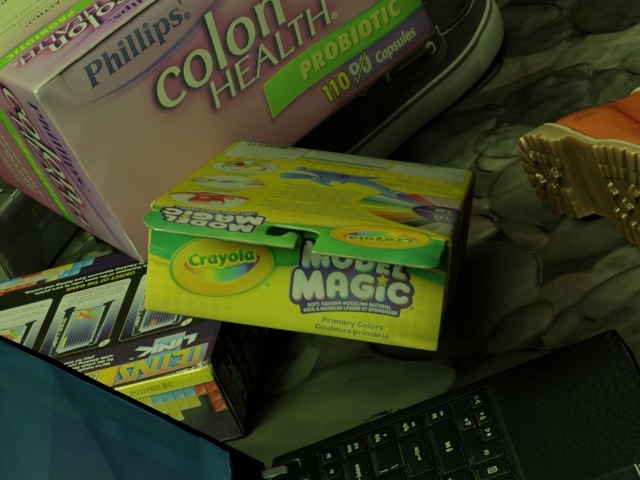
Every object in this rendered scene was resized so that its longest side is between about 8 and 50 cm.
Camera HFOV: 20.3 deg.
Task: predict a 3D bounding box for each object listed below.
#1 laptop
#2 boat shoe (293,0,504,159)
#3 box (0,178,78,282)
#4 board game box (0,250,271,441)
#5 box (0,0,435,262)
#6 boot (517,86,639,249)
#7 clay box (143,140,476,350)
[{"bbox_3d":[0.001,0.089,0.674,0.264,0.136,0.234,-21,27,4],"label":"laptop"},{"bbox_3d":[0.031,-0.108,1.085,0.080,0.076,0.228,6,39,45],"label":"boat shoe"},{"bbox_3d":[-0.259,-0.020,1.179,0.231,0.056,0.183,-9,29,28],"label":"box"},{"bbox_3d":[-0.112,0.060,0.921,0.170,0.048,0.141,-14,30,17],"label":"board game box"},{"bbox_3d":[-0.097,-0.122,1.024,0.213,0.117,0.243,-39,29,-17],"label":"box"},{"bbox_3d":[0.169,-0.040,0.874,0.084,0.059,0.158,-25,25,-15],"label":"boot"},{"bbox_3d":[0.000,0.000,0.810,0.127,0.053,0.222,8,13,7],"label":"clay box"}]
